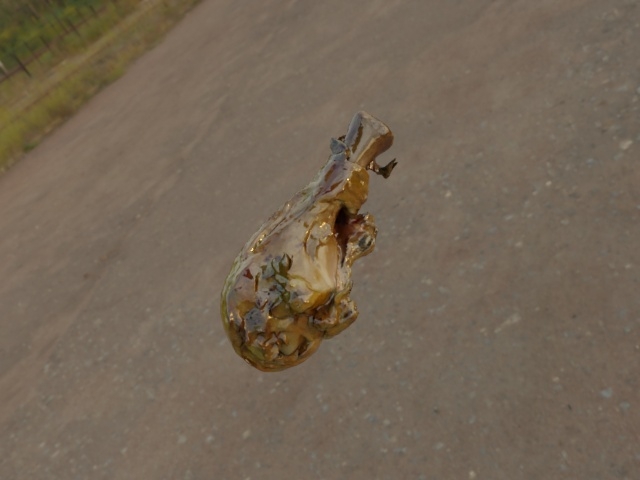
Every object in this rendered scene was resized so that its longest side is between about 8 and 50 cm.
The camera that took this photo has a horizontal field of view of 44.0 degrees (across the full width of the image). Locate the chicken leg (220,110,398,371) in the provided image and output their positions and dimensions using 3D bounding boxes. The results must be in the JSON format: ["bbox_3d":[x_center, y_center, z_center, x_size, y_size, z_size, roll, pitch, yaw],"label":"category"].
[{"bbox_3d":[-0.002,-0.001,0.582,0.207,0.085,0.101,-60,19,-8],"label":"chicken leg"}]
